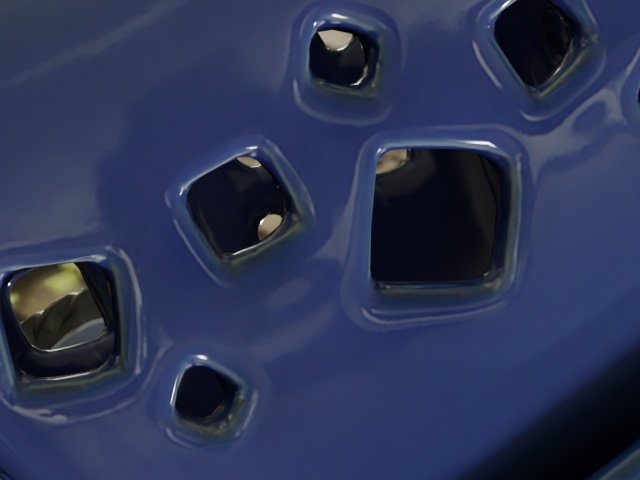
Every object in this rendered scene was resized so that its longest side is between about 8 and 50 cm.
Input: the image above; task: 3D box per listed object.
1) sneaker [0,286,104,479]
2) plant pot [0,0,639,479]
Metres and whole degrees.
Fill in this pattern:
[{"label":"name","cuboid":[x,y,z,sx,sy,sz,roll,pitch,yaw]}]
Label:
[{"label":"sneaker","cuboid":[-0.123,0.189,0.652,0.147,0.145,0.384,32,-92,29]},{"label":"plant pot","cuboid":[0.000,0.000,0.487,0.236,0.212,0.236,-34,-171,-14]}]
